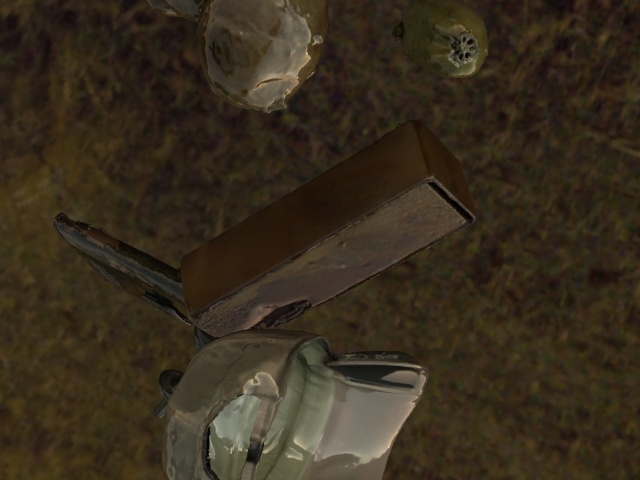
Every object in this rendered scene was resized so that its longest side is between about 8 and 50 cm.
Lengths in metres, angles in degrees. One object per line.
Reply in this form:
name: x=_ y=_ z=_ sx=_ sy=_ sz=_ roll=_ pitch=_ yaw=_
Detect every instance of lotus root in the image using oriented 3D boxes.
lotus root: x=0.140 y=-0.241 z=1.430 sx=0.077 sy=0.090 sz=0.183 roll=-3 pitch=-164 yaw=-18

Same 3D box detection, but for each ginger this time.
ginger: x=-0.117 y=-0.318 z=1.521 sx=0.304 sy=0.155 sz=0.244 roll=48 pitch=140 yaw=29

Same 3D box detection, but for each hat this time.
hat: x=-0.021 y=0.176 z=1.128 sx=0.275 sy=0.232 sz=0.161 roll=13 pitch=-164 yaw=-40

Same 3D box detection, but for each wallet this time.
wallet: x=-0.231 y=0.062 z=1.721 sx=0.317 sy=0.044 sz=0.169 roll=23 pitch=161 yaw=32

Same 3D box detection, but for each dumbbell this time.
dumbbell: x=-0.203 y=0.209 z=2.007 sx=0.110 sy=0.110 sz=0.254 roll=34 pitch=120 yaw=-15

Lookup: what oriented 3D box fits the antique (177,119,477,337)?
antique: x=0.000 y=0.000 z=1.254 sx=0.310 sy=0.087 sz=0.093 roll=-30 pitch=138 yaw=20
